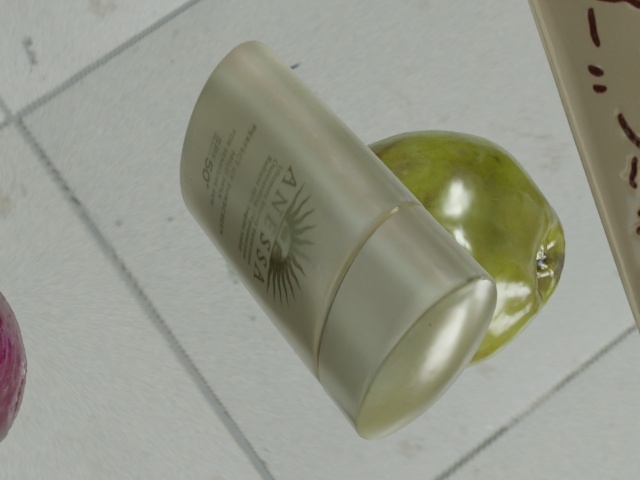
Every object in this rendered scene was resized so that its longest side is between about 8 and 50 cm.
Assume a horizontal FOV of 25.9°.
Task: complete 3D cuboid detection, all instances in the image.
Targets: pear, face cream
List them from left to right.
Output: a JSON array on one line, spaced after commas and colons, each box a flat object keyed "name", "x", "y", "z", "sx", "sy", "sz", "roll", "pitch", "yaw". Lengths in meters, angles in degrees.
[{"name": "face cream", "x": 0.000, "y": 0.000, "z": 1.051, "sx": 0.081, "sy": 0.348, "sz": 0.174, "roll": -1, "pitch": 124, "yaw": -33}, {"name": "pear", "x": 0.095, "y": 0.008, "z": 1.613, "sx": 0.375, "sy": 0.287, "sz": 0.287, "roll": 10, "pitch": 85, "yaw": 8}]

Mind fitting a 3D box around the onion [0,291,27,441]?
[{"name": "onion", "x": -0.468, "y": 0.192, "z": 1.402, "sx": 0.347, "sy": 0.348, "sz": 0.385, "roll": -4, "pitch": 72, "yaw": -14}]

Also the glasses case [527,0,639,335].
[{"name": "glasses case", "x": 0.187, "y": -0.104, "z": 0.695, "sx": 0.076, "sy": 0.144, "sz": 0.336, "roll": -14, "pitch": 84, "yaw": -35}]
